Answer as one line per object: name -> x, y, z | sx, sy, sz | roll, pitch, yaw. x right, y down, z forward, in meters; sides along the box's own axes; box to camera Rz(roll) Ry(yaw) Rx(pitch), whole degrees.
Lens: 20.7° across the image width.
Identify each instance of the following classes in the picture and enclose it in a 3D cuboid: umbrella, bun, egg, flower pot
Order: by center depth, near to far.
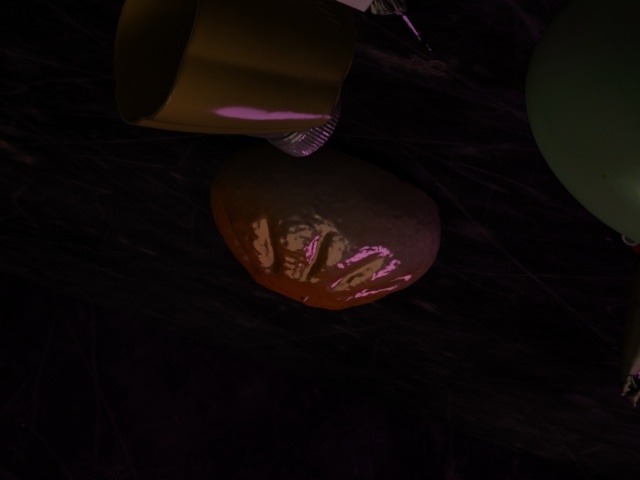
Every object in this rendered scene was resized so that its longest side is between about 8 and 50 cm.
egg -> 0.290, -0.098, 1.355 | 0.269, 0.220, 0.220 | 23, 166, 8
umbrella -> 0.034, -0.242, 1.526 | 0.269, 0.044, 0.044 | 46, -173, -49
flower pot -> -0.072, -0.183, 1.600 | 0.179, 0.195, 0.195 | 10, 171, -27
bun -> 0.000, 0.000, 2.202 | 0.299, 0.165, 0.299 | 18, 167, 4

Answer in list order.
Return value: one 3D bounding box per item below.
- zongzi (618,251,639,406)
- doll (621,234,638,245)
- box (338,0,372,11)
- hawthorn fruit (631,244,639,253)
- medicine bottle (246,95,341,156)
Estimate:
zongzi -> 0.359, 0.038, 1.563 | 0.123, 0.289, 0.260 | 24, -175, -9
doll -> 0.267, -0.088, 1.599 | 0.102, 0.075, 0.227 | 11, 132, 35
box -> -0.002, -0.287, 1.284 | 0.200, 0.065, 0.343 | 21, 162, -10
hawthorn fruit -> 0.367, -0.018, 1.871 | 0.093, 0.093, 0.093 | 17, 166, 4
medicine bottle -> -0.074, -0.164, 1.823 | 0.188, 0.088, 0.132 | 29, 162, -38
